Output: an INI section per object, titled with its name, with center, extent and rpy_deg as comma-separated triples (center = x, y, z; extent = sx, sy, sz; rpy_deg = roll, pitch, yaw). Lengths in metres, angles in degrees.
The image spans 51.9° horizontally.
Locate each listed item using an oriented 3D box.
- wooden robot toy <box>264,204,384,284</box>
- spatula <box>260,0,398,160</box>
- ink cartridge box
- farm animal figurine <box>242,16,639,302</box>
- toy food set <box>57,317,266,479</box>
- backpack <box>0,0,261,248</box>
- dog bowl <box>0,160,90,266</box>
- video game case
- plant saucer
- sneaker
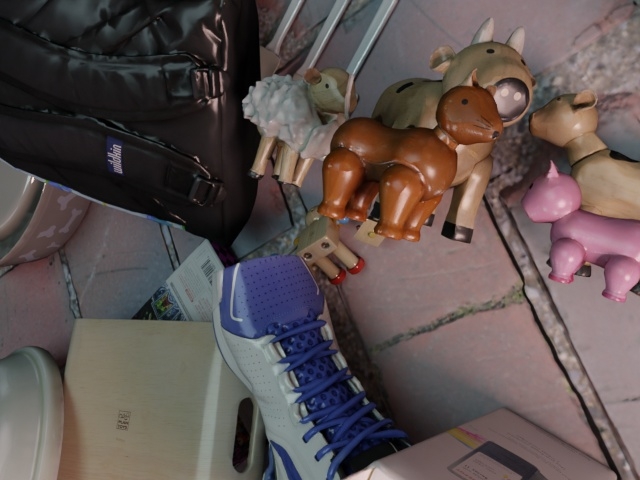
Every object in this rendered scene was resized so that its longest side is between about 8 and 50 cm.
[wooden robot toy]
center = 0.000, 0.000, 0.721
extent = 0.173, 0.076, 0.079
rpy_deg = -30, 35, 26
[spatula]
center = -0.002, -0.234, 0.761
extent = 0.168, 0.019, 0.242
rpy_deg = 35, 103, 31
[ink cartridge box]
center = 0.083, 0.251, 0.456
extent = 0.119, 0.353, 0.207
rpy_deg = 29, 100, 31
[farm animal figurine]
center = 0.135, -0.082, 0.548
extent = 0.327, 0.330, 0.172
rpy_deg = 28, 104, 60
[toy food set]
center = -0.189, 0.205, 0.750
extent = 0.306, 0.092, 0.219
rpy_deg = -4, 73, 33
[backpack]
center = -0.243, -0.178, 0.746
extent = 0.356, 0.273, 0.290
rpy_deg = 5, 122, 6
[dog bowl]
center = -0.470, -0.122, 0.988
extent = 0.349, 0.102, 0.348
rpy_deg = -4, 83, 32
[video game case]
center = -0.136, 0.150, 0.786
extent = 0.210, 0.042, 0.232
rpy_deg = -45, 64, 21
[plant saucer]
center = -0.447, 0.313, 0.792
extent = 0.400, 0.101, 0.400
rpy_deg = -28, 50, 38
[sneaker]
center = 0.012, 0.161, 0.601
extent = 0.182, 0.127, 0.315
rpy_deg = -15, 88, 58
